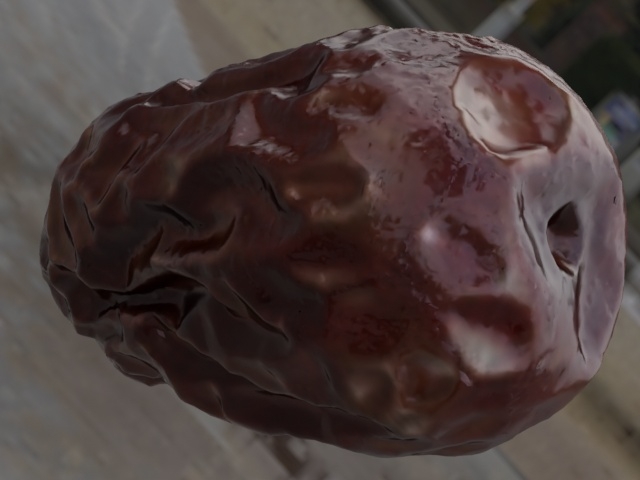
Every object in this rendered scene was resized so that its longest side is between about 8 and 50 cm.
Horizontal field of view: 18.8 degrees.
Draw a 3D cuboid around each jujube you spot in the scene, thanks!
[{"bbox_3d":[0.000,0.000,0.706,0.230,0.155,0.155,-1,-33,47],"label":"jujube"}]
